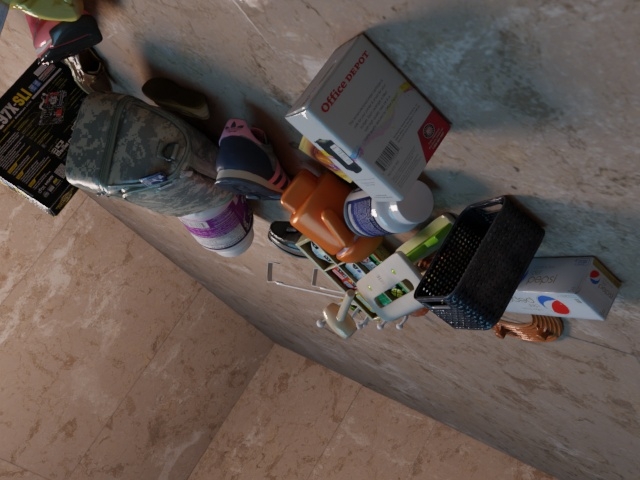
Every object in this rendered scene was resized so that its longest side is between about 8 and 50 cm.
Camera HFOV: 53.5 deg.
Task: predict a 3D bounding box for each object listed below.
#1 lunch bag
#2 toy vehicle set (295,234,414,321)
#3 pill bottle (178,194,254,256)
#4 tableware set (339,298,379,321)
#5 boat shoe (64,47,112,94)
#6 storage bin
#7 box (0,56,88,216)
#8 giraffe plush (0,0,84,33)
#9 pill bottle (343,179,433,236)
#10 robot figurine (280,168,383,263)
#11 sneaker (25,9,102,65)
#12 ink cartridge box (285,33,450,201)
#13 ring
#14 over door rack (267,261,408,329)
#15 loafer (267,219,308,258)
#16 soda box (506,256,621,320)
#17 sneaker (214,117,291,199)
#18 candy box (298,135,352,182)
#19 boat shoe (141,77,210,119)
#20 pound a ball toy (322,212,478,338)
[{"bbox_3d":[-0.328,-0.165,1.312,0.256,0.212,0.305,12,177,16],"label":"lunch bag"},{"bbox_3d":[0.091,0.063,1.399,0.267,0.035,0.166,45,139,-16],"label":"toy vehicle set"},{"bbox_3d":[-0.264,-0.072,1.608,0.169,0.169,0.301,27,163,20],"label":"pill bottle"},{"bbox_3d":[0.124,0.213,1.955,0.154,0.024,0.104,22,160,37],"label":"tableware set"},{"bbox_3d":[-0.500,-0.369,1.377,0.060,0.064,0.178,24,157,24],"label":"boat shoe"},{"bbox_3d":[0.234,0.035,0.942,0.084,0.180,0.122,37,164,-12],"label":"storage bin"},{"bbox_3d":[-0.644,-0.257,1.515,0.257,0.322,0.079,33,163,-1],"label":"box"},{"bbox_3d":[-0.460,-0.428,0.997,0.181,0.210,0.170,39,-166,-37],"label":"giraffe plush"},{"bbox_3d":[0.114,-0.056,1.061,0.094,0.094,0.169,38,164,-17],"label":"pill bottle"},{"bbox_3d":[0.030,-0.041,1.201,0.219,0.128,0.158,36,158,-10],"label":"robot figurine"},{"bbox_3d":[-0.487,-0.397,1.142,0.314,0.116,0.136,20,134,61],"label":"sneaker"},{"bbox_3d":[0.062,-0.153,0.817,0.175,0.127,0.072,41,165,-21],"label":"ink cartridge box"},{"bbox_3d":[0.323,0.120,1.291,0.336,0.032,0.336,31,165,9],"label":"ring"},{"bbox_3d":[0.039,0.161,1.670,0.324,0.108,0.239,22,-174,33],"label":"over door rack"},{"bbox_3d":[0.000,0.000,1.491,0.267,0.096,0.084,21,143,14],"label":"loafer"},{"bbox_3d":[0.361,0.074,1.016,0.074,0.069,0.216,38,164,-18],"label":"soda box"},{"bbox_3d":[-0.112,-0.148,1.248,0.112,0.131,0.319,1,177,10],"label":"sneaker"},{"bbox_3d":[0.035,-0.163,0.976,0.109,0.053,0.186,34,165,-1],"label":"candy box"},{"bbox_3d":[-0.287,-0.278,1.256,0.153,0.056,0.048,19,155,20],"label":"boat shoe"},{"bbox_3d":[0.146,0.099,1.173,0.136,0.208,0.319,50,160,5],"label":"pound a ball toy"}]
